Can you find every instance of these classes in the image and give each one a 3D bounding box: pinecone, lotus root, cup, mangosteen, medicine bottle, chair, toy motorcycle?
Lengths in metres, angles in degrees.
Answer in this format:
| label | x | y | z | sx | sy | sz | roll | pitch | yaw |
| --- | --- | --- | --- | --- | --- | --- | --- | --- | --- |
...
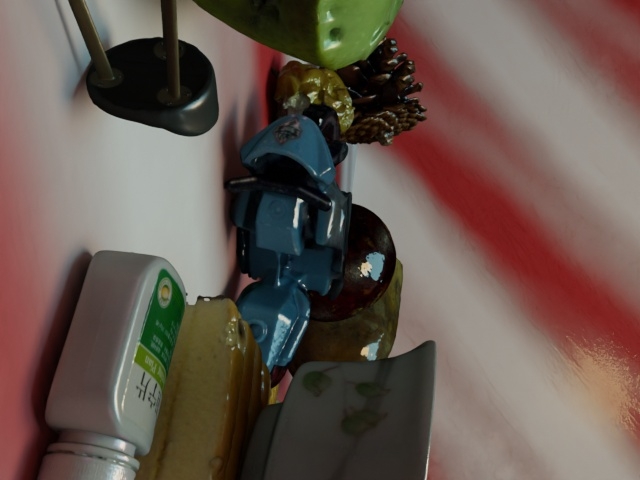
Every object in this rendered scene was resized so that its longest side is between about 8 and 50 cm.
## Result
| label | x | y | z | sx | sy | sz | roll | pitch | yaw |
| --- | --- | --- | --- | --- | --- | --- | --- | --- | --- |
| pinecone | 0.094 | -0.322 | 1.628 | 0.264 | 0.264 | 0.264 | 6 | 90 | -83 |
| lotus root | 0.038 | 0.166 | 1.587 | 0.250 | 0.251 | 0.346 | 87 | 12 | -53 |
| cup | 0.010 | 0.256 | 0.740 | 0.347 | 0.163 | 0.347 | 9 | 90 | -84 |
| mangosteen | 0.000 | 0.000 | 1.327 | 0.289 | 0.231 | 0.231 | 60 | 19 | -17 |
| medicine bottle | -0.155 | 0.106 | 0.572 | 0.119 | 0.069 | 0.183 | 89 | 11 | -61 |
| chair | -0.124 | -0.163 | 0.495 | 0.221 | 0.095 | 0.104 | 88 | -5 | -51 |
| toy motorcycle | -0.055 | 0.002 | 1.035 | 0.232 | 0.172 | 0.416 | 18 | 87 | -77 |

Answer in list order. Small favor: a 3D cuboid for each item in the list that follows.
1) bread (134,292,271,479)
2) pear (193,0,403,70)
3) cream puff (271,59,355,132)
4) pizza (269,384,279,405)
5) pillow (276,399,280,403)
| label | x | y | z | sx | sy | sz | roll | pitch | yaw |
| --- | --- | --- | --- | --- | --- | --- | --- | --- | --- |
| bread | -0.121 | 0.202 | 0.757 | 0.239 | 0.111 | 0.246 | 87 | 11 | -58 |
| pear | -0.035 | -0.301 | 0.640 | 0.342 | 0.239 | 0.318 | 97 | 16 | -46 |
| cream puff | -0.012 | -0.216 | 1.237 | 0.121 | 0.156 | 0.156 | -58 | 160 | -33 |
| pizza | -0.095 | 0.244 | 1.347 | 0.099 | 0.036 | 0.160 | -53 | 149 | -77 |
| pillow | -0.076 | 0.377 | 1.460 | 0.181 | 0.078 | 0.134 | 85 | 15 | -72 |
